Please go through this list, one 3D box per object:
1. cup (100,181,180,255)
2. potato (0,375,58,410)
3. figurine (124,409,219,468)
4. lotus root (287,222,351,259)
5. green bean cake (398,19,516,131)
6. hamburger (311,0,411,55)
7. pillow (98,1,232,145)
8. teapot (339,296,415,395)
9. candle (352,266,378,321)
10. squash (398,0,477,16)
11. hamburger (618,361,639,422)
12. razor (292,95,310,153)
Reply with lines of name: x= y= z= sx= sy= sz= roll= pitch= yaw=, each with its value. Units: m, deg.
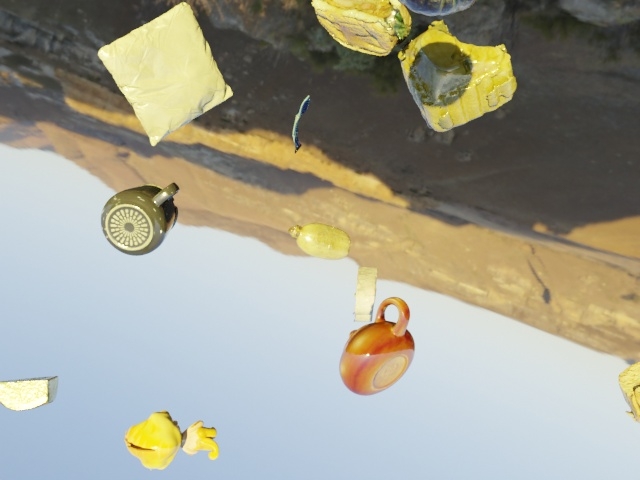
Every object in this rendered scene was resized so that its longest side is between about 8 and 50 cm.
cup: x=-0.439 y=-0.073 z=1.656 sx=0.169 sy=0.223 sz=0.176 roll=50 pitch=-165 yaw=-8
potato: x=-0.798 y=0.416 z=1.760 sx=0.149 sy=0.081 sz=0.120 roll=-2 pitch=172 yaw=-5
figurine: x=-0.384 y=0.517 z=1.664 sx=0.247 sy=0.156 sz=0.131 roll=7 pitch=-178 yaw=-36
lotus root: x=0.001 y=0.000 z=1.720 sx=0.183 sy=0.090 sz=0.077 roll=18 pitch=162 yaw=-29
green bean cake: x=0.388 y=-0.509 z=1.876 sx=0.202 sy=0.285 sz=0.309 roll=48 pitch=-164 yaw=-58
hamburger: x=0.134 y=-0.628 z=1.856 sx=0.309 sy=0.132 sz=0.211 roll=24 pitch=171 yaw=29
pillow: x=-0.391 y=-0.432 z=1.688 sx=0.076 sy=0.274 sz=0.280 roll=26 pitch=148 yaw=50
teapot: x=0.114 y=0.221 z=1.368 sx=0.178 sy=0.252 sz=0.135 roll=-6 pitch=-144 yaw=-45
candle: x=0.138 y=0.162 z=1.990 sx=0.068 sy=0.168 sz=0.192 roll=5 pitch=161 yaw=4
squash: x=0.185 y=-0.441 z=0.989 sx=0.193 sy=0.193 sz=0.156 roll=21 pitch=-174 yaw=18
hamburger: x=0.865 y=0.397 z=1.540 sx=0.330 sy=0.208 sz=0.162 roll=-5 pitch=-152 yaw=-3
razor: x=-0.052 y=-0.293 z=1.615 sx=0.028 sy=0.154 sz=0.044 roll=19 pitch=-143 yaw=7
